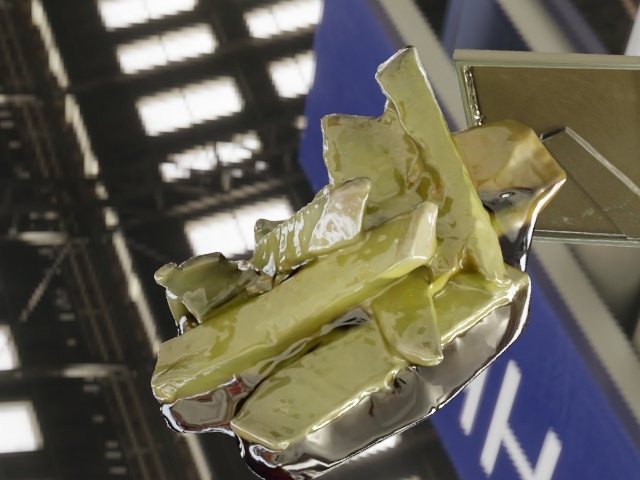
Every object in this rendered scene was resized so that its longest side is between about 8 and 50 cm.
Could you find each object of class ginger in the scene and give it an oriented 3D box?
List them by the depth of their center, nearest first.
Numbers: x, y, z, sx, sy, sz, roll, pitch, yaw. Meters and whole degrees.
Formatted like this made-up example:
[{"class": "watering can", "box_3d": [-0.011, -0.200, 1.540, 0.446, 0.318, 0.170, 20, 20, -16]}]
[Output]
[{"class": "ginger", "box_3d": [0.000, 0.000, 1.479, 0.358, 0.211, 0.413, 12, -138, 40]}]

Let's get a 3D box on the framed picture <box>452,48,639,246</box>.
[{"class": "framed picture", "box_3d": [0.240, -0.084, 1.596, 0.192, 0.265, 0.018, 5, -128, 18]}]
